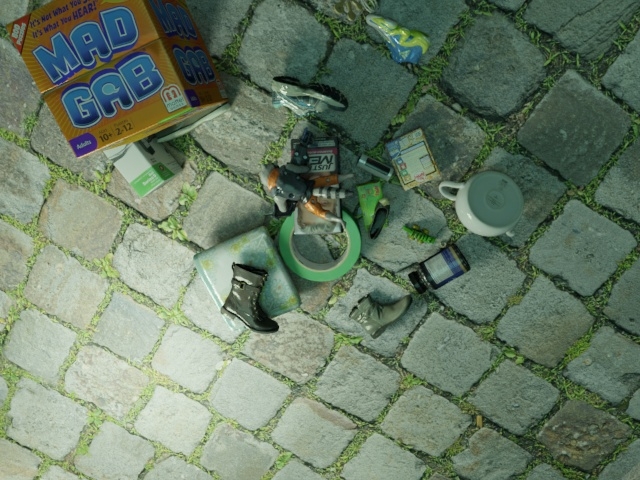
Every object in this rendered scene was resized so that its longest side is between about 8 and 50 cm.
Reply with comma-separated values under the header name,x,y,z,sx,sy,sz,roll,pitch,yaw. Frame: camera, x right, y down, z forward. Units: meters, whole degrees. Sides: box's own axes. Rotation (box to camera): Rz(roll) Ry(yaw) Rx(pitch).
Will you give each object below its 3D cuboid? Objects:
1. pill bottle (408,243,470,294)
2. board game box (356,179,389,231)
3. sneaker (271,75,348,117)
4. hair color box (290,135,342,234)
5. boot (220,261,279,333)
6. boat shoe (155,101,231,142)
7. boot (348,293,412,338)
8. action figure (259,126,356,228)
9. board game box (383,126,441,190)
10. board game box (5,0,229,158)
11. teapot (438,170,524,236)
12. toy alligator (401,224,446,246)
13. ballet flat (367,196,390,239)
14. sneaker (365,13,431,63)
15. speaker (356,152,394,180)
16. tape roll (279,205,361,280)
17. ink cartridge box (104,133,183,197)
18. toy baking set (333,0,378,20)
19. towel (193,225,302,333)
name,x,y,z,sx,sy,sz,roll,pitch,yaw
pill bottle,0.456,0.116,1.951,0.219,0.123,0.123,-33,103,14
board game box,0.200,-0.133,1.931,0.092,0.043,0.181,-11,107,7
sneaker,-0.041,-0.502,1.814,0.283,0.110,0.122,16,126,2
hair color box,-0.011,-0.196,1.839,0.174,0.105,0.347,-3,88,6
boot,-0.248,0.219,1.922,0.263,0.091,0.229,23,107,-4
boat shoe,-0.478,-0.455,1.849,0.305,0.109,0.091,-26,104,6
boot,0.241,0.275,2.046,0.161,0.083,0.246,44,105,-4
action figure,-0.045,-0.219,1.707,0.330,0.178,0.341,12,91,-1
board game box,0.340,-0.301,1.864,0.147,0.045,0.193,-23,105,11
board game box,-0.530,-0.483,1.409,0.356,0.356,0.356,-20,105,12
teapot,0.592,-0.124,1.838,0.252,0.187,0.256,-13,80,-11
toy alligator,0.405,-0.011,1.950,0.190,0.051,0.056,23,109,-3
ballet flat,0.224,-0.080,1.896,0.057,0.049,0.173,15,109,-2
sneaker,0.250,-0.681,1.725,0.240,0.091,0.126,27,121,8
speaker,0.202,-0.274,1.879,0.136,0.055,0.055,26,108,-4
tape roll,0.000,0.000,1.974,0.321,0.077,0.321,1,108,4
ink cartridge box,-0.669,-0.323,1.849,0.121,0.211,0.289,-33,103,14
toy baking set,0.098,-0.828,1.658,0.256,0.030,0.197,-35,102,-28
towel,-0.284,0.162,1.997,0.320,0.090,0.374,-23,106,7
